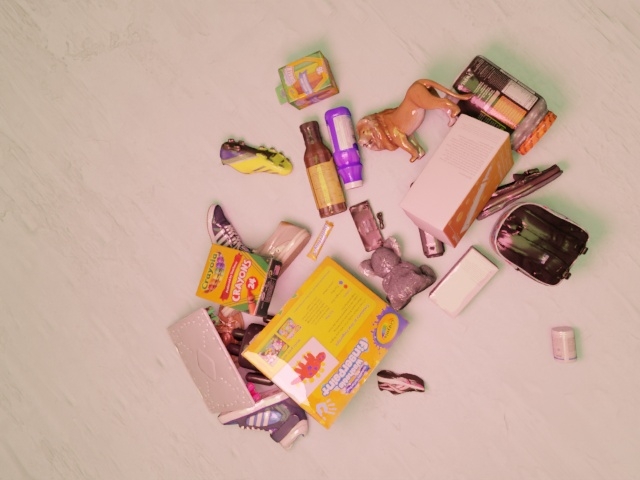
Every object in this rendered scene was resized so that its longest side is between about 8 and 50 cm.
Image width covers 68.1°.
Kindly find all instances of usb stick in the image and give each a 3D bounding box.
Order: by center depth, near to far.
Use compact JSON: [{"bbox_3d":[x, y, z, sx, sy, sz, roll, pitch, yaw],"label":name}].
[{"bbox_3d":[0.375,-0.077,1.658,0.077,0.045,0.277,-11,92,14],"label":"usb stick"}]

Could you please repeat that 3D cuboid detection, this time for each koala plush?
[{"bbox_3d":[0.257,0.108,1.642,0.196,0.203,0.221,-42,73,13],"label":"koala plush"}]

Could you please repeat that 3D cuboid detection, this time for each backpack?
[{"bbox_3d":[0.679,-0.004,1.514,0.254,0.191,0.225,30,101,1],"label":"backpack"}]

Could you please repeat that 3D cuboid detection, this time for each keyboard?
[{"bbox_3d":[0.183,-0.057,1.720,0.108,0.023,0.180,-22,90,21],"label":"keyboard"}]

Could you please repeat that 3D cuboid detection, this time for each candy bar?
[{"bbox_3d":[0.000,0.000,1.771,0.040,0.018,0.161,30,102,9],"label":"candy bar"}]

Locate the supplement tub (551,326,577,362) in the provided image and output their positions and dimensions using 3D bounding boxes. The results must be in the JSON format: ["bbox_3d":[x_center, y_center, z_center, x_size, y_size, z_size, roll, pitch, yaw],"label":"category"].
[{"bbox_3d":[0.811,0.347,1.575,0.071,0.071,0.107,-6,93,14],"label":"supplement tub"}]

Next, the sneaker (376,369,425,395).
[{"bbox_3d":[0.293,0.529,1.728,0.179,0.072,0.077,9,109,21],"label":"sneaker"}]

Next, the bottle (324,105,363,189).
[{"bbox_3d":[0.088,-0.322,1.669,0.092,0.118,0.282,-13,91,14],"label":"bottle"}]

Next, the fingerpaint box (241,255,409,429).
[{"bbox_3d":[0.018,0.345,1.632,0.371,0.163,0.444,38,73,8],"label":"fingerpaint box"}]

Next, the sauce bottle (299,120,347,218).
[{"bbox_3d":[0.003,-0.256,1.699,0.112,0.111,0.344,-15,92,15],"label":"sauce bottle"}]

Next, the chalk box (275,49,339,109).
[{"bbox_3d":[-0.063,-0.554,1.679,0.213,0.132,0.132,-19,90,14],"label":"chalk box"}]

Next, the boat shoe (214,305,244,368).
[{"bbox_3d":[-0.359,0.380,1.854,0.105,0.089,0.284,-4,94,14],"label":"boat shoe"}]

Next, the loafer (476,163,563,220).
[{"bbox_3d":[0.634,-0.176,1.559,0.303,0.109,0.095,-31,83,17],"label":"loafer"}]

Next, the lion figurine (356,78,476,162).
[{"bbox_3d":[0.293,-0.409,1.547,0.240,0.142,0.392,50,131,7],"label":"lion figurine"}]

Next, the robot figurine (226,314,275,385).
[{"bbox_3d":[-0.202,0.406,1.764,0.279,0.173,0.208,14,107,3],"label":"robot figurine"}]

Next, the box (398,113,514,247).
[{"bbox_3d":[0.435,-0.180,1.497,0.168,0.215,0.345,35,92,30],"label":"box"}]

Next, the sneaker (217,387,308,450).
[{"bbox_3d":[-0.208,0.716,1.814,0.323,0.130,0.236,-22,90,2],"label":"sneaker"}]

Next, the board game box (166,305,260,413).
[{"bbox_3d":[-0.414,0.460,1.793,0.390,0.050,0.389,-30,87,49],"label":"board game box"}]

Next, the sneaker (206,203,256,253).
[{"bbox_3d":[-0.337,-0.005,1.809,0.153,0.099,0.281,-2,101,19],"label":"sneaker"}]

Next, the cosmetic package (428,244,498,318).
[{"bbox_3d":[0.490,0.143,1.631,0.117,0.085,0.231,41,104,7],"label":"cosmetic package"}]

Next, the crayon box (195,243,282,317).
[{"bbox_3d":[-0.309,0.133,1.670,0.319,0.081,0.202,12,82,28],"label":"crayon box"}]

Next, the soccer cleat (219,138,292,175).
[{"bbox_3d":[-0.242,-0.292,1.783,0.290,0.093,0.121,18,129,7],"label":"soccer cleat"}]

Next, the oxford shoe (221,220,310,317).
[{"bbox_3d":[-0.221,0.104,1.763,0.130,0.169,0.449,42,98,10],"label":"oxford shoe"}]

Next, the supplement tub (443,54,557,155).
[{"bbox_3d":[0.567,-0.423,1.505,0.316,0.193,0.193,39,102,7],"label":"supplement tub"}]
